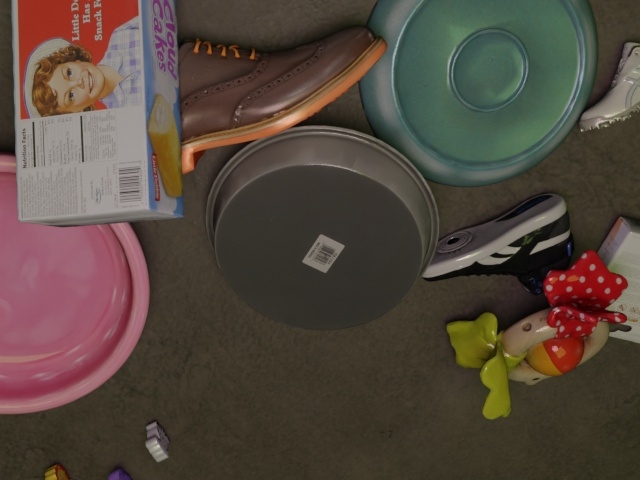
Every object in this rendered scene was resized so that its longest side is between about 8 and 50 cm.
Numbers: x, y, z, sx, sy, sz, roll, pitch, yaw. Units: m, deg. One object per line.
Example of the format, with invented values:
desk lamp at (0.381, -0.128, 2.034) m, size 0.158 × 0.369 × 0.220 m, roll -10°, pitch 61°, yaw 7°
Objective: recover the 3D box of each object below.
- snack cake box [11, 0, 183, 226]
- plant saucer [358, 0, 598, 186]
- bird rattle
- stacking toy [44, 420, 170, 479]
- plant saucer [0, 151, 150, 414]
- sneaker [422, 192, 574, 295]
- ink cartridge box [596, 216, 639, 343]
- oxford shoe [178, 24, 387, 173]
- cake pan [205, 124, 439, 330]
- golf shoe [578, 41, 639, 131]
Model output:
snack cake box at (-0.235, -0.151, 0.876) m, size 0.152 × 0.089 × 0.265 m, roll -4°, pitch 86°, yaw 15°
plant saucer at (0.205, -0.214, 1.031) m, size 0.317 × 0.044 × 0.318 m, roll -3°, pitch 111°, yaw -8°
bird rattle at (0.306, 0.125, 1.119) m, size 0.253 × 0.143 × 0.207 m, roll -40°, pitch 142°, yaw 17°
stacking toy at (-0.258, 0.373, 1.164) m, size 0.166 × 0.052 × 0.221 m, roll -25°, pitch 114°, yaw 2°
plant saucer at (-0.375, 0.049, 1.004) m, size 0.331 × 0.084 × 0.332 m, roll -3°, pitch 111°, yaw -9°
sneaker at (0.245, 0.035, 1.109) m, size 0.216 × 0.079 × 0.121 m, roll -25°, pitch 113°, yaw 0°
ink cartridge box at (0.452, 0.061, 1.186) m, size 0.145 × 0.045 × 0.179 m, roll 13°, pitch 125°, yaw -15°
oxford shoe at (-0.101, -0.179, 0.947) m, size 0.363 × 0.130 × 0.133 m, roll -25°, pitch 106°, yaw 0°
cake pan at (0.000, 0.000, 1.015) m, size 0.293 × 0.054 × 0.293 m, roll 2°, pitch 126°, yaw 3°
golf shoe at (0.398, -0.208, 1.065) m, size 0.176 × 0.069 × 0.086 m, roll -32°, pitch 95°, yaw -3°
